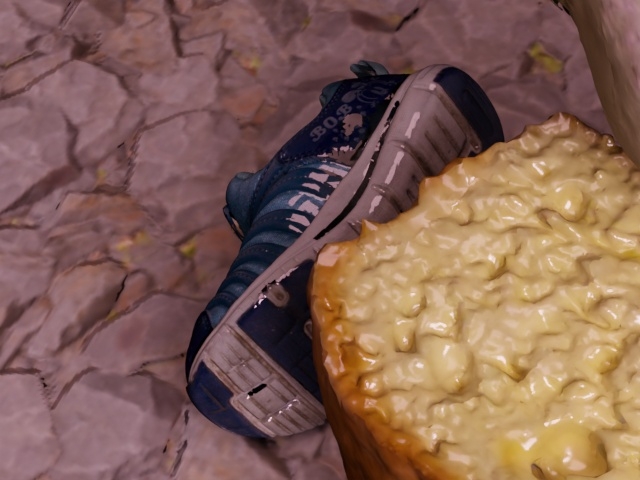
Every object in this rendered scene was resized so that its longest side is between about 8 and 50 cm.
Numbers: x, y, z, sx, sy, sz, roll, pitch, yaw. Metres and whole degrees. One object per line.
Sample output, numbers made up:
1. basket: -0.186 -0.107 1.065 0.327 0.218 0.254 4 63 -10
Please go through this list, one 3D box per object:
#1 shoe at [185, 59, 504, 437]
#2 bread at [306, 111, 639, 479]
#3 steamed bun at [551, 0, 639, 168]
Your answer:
1. shoe: 0.000 0.000 0.933 0.106 0.091 0.207 15 64 46
2. bread: 0.156 0.107 0.767 0.340 0.179 0.194 30 67 30
3. steamed bun: 0.229 -0.178 0.687 0.352 0.247 0.339 -21 25 18
